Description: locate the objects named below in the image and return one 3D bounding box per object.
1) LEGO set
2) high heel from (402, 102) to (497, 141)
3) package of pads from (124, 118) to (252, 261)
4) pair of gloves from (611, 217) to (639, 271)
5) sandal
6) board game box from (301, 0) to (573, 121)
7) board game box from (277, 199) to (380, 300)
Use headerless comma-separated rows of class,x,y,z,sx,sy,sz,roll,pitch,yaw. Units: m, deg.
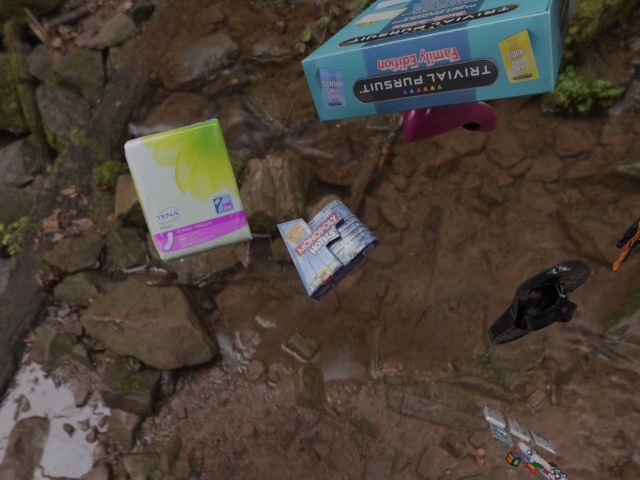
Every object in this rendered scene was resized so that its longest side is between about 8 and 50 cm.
LEGO set,0.478,0.499,1.218,0.182,0.244,0.060,26,98,10
high heel,0.233,-0.201,0.905,0.082,0.244,0.117,19,95,40
package of pads,-0.310,-0.115,1.208,0.229,0.101,0.297,-15,100,-7
pair of gloves,0.417,-0.003,0.685,0.010,0.074,0.083,31,45,16
sandal,0.562,0.186,1.295,0.167,0.446,0.107,-13,59,-8
board game box,0.165,-0.264,0.634,0.253,0.079,0.336,0,37,30
board game box,0.000,0.000,1.165,0.194,0.060,0.194,-44,61,4
